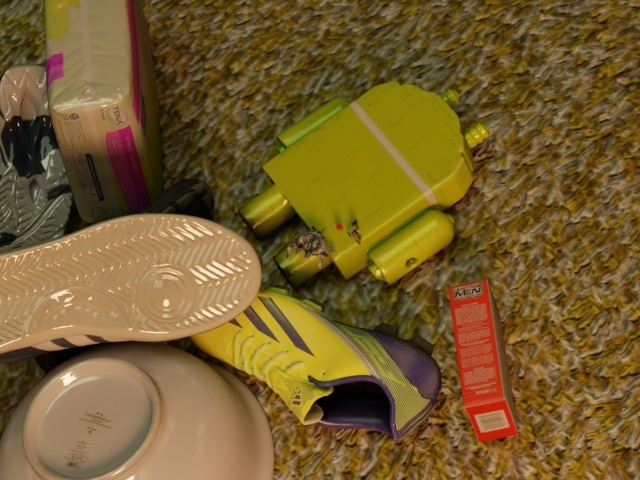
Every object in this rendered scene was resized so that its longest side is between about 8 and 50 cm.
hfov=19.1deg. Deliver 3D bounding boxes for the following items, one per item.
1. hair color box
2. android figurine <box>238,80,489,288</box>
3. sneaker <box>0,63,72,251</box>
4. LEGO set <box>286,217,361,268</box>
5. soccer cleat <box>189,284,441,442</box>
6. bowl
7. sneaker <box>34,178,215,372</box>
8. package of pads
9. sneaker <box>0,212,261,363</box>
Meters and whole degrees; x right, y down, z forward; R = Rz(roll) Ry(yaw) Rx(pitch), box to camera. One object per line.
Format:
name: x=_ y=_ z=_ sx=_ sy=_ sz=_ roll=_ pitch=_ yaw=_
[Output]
hair color box: x=0.159 y=0.117 z=1.858 sx=0.043 sy=0.072 sz=0.141 roll=-12 pitch=52 yaw=10
android figurine: x=0.051 y=-0.066 z=2.033 sx=0.273 sy=0.056 sz=0.248 roll=-36 pitch=52 yaw=-5
sneaker: x=-0.347 y=-0.076 z=2.164 sx=0.094 sy=0.153 sz=0.235 roll=-7 pitch=89 yaw=-20
LEGO set: x=0.000 y=-0.002 z=1.962 sx=0.083 sy=0.023 sz=0.054 roll=-34 pitch=52 yaw=-1
soccer cleat: x=-0.021 y=0.124 z=1.894 sx=0.289 sy=0.093 sz=0.121 roll=15 pitch=50 yaw=24
bowl: x=-0.205 y=0.208 z=1.876 sx=0.297 sy=0.134 sz=0.298 roll=-9 pitch=53 yaw=12
sneaker: x=-0.229 y=0.019 z=2.039 sx=0.267 sy=0.101 sz=0.106 roll=-44 pitch=52 yaw=-15
package of pads: x=-0.242 y=-0.192 z=2.114 sx=0.101 sy=0.229 sz=0.297 roll=-8 pitch=55 yaw=1
sneaker: x=-0.237 y=0.049 z=1.910 sx=0.350 sy=0.148 sz=0.131 roll=-6 pitch=87 yaw=-7
